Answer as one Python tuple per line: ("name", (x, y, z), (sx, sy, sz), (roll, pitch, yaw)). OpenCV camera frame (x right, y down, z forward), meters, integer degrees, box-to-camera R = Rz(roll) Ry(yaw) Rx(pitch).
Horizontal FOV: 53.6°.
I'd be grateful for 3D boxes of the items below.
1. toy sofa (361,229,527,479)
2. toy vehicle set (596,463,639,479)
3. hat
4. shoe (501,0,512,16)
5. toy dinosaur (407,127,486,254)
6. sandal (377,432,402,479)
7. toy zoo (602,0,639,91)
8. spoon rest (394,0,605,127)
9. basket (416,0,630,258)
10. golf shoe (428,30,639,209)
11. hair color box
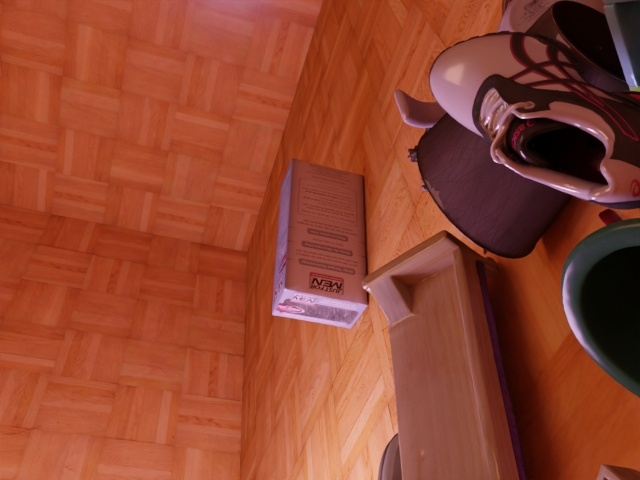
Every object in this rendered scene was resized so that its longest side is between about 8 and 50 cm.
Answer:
("toy sofa", (0.169, 0.185, 0.759), (0.150, 0.177, 0.363), (-36, 38, 34))
("toy vehicle set", (0.244, 0.338, 0.487), (0.166, 0.035, 0.267), (-140, 62, -74))
("hat", (0.310, 0.017, 0.509), (0.208, 0.183, 0.173), (39, 143, 25))
("shoe", (0.271, -0.233, 0.837), (0.076, 0.058, 0.219), (5, 87, 51))
("toy dinosaur", (0.197, -0.133, 0.907), (0.160, 0.121, 0.314), (98, 180, -58))
("sandal", (0.123, 0.385, 0.794), (0.086, 0.120, 0.303), (-37, 41, 50))
("toy zoo", (0.267, -0.181, 0.447), (0.293, 0.030, 0.192), (62, 179, -20))
("spoon rest", (0.228, -0.229, 0.794), (0.276, 0.084, 0.137), (-30, 57, 28))
("basket", (0.232, -0.128, 0.692), (0.227, 0.154, 0.204), (-57, 46, 45))
("golf shoe", (0.182, -0.114, 0.550), (0.273, 0.120, 0.105), (38, 129, 40))
("hair color box", (0.000, 0.000, 1.449), (0.114, 0.185, 0.375), (118, 159, -49))
